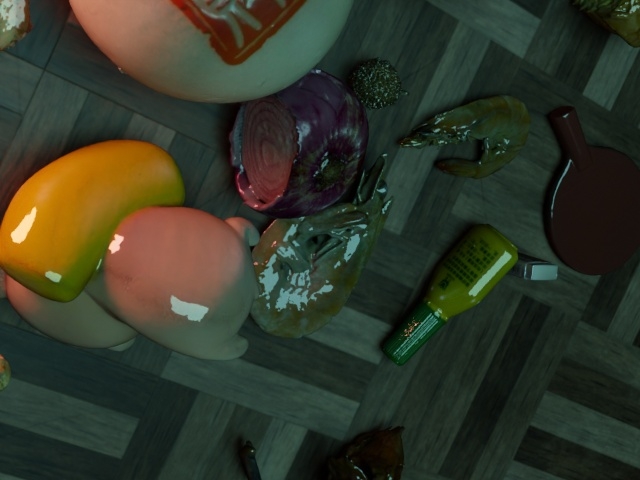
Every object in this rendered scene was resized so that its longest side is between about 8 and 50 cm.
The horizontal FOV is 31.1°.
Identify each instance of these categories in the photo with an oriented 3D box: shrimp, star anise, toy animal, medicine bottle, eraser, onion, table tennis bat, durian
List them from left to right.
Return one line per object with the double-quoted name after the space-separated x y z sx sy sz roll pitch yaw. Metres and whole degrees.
-0.259 0.029 1.507 0.345 0.277 0.247 19 138 -15 "toy animal"
-0.020 -0.133 1.590 0.200 0.200 0.207 -2 95 -25 "onion"
0.000 0.000 1.689 0.168 0.077 0.317 27 94 -26 "shrimp"
0.027 0.379 1.767 0.346 0.148 0.237 22 71 -26 "star anise"
0.085 -0.225 1.665 0.091 0.080 0.080 14 98 2 "durian"
0.196 0.088 1.798 0.260 0.095 0.064 -47 145 1 "medicine bottle"
0.226 -0.154 1.778 0.236 0.053 0.133 -15 129 -25 "shrimp"
0.319 0.039 1.821 0.052 0.122 0.029 -1 100 -26 "eraser"
0.447 -0.080 1.897 0.200 0.038 0.310 -33 115 -15 "table tennis bat"

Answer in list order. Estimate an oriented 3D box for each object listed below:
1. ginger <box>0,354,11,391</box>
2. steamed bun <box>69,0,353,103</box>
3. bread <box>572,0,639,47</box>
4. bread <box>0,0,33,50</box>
-0.524 0.076 1.409 0.122 0.348 0.363 5 61 -57 "ginger"
-0.122 -0.357 1.398 0.374 0.241 0.374 3 83 -22 "steamed bun"
0.515 -0.401 1.800 0.229 0.143 0.139 -48 128 -3 "bread"
-0.455 -0.306 1.368 0.244 0.123 0.190 36 85 -29 "bread"
